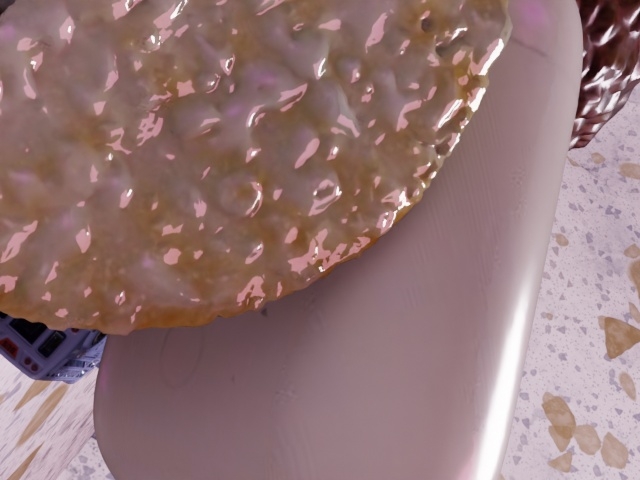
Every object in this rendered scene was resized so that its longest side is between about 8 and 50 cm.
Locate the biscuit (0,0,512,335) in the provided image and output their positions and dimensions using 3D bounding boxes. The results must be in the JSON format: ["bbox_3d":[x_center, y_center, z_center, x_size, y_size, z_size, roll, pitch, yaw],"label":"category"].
[{"bbox_3d":[-0.040,-0.062,0.354,0.265,0.188,0.040,-24,-157,-15],"label":"biscuit"}]

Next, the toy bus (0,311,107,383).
[{"bbox_3d":[-0.180,0.058,0.647,0.076,0.073,0.167,-50,176,-9],"label":"toy bus"}]

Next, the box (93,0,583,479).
[{"bbox_3d":[-0.001,0.000,0.529,0.288,0.141,0.349,-3,-112,52],"label":"box"}]

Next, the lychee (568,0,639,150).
[{"bbox_3d":[0.142,-0.199,0.802,0.306,0.306,0.330,128,-26,-63],"label":"lychee"}]
